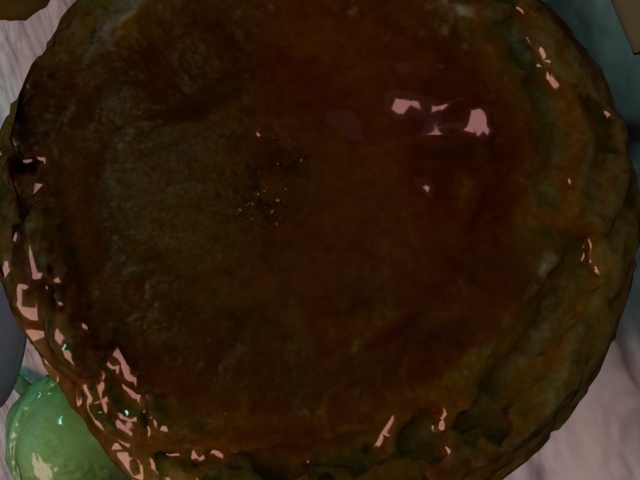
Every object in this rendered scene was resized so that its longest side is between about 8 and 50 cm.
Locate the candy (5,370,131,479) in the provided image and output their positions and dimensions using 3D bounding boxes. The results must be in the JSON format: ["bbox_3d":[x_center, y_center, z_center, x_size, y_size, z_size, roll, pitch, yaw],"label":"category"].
[{"bbox_3d":[-0.202,0.124,0.968,0.093,0.092,0.335,55,165,-15],"label":"candy"}]

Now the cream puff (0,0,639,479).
[{"bbox_3d":[0.000,0.000,0.423,0.183,0.183,0.169,60,178,11],"label":"cream puff"}]

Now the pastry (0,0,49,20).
[{"bbox_3d":[-0.204,-0.224,0.578,0.311,0.162,0.255,23,129,51],"label":"pastry"}]

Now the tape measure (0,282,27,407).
[{"bbox_3d":[-0.263,0.029,0.888,0.178,0.105,0.196,33,118,55],"label":"tape measure"}]

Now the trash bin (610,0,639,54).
[{"bbox_3d":[0.083,-0.093,0.298,0.061,0.043,0.092,-5,111,62],"label":"trash bin"}]
